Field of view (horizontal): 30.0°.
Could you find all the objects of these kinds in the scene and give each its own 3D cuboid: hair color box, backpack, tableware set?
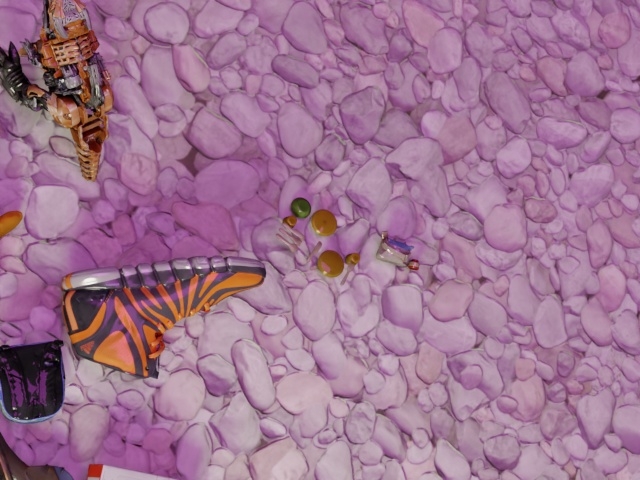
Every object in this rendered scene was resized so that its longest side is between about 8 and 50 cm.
[{"bbox_3d":[-0.272,0.395,1.794,0.167,0.053,0.093,20,71,-32],"label":"hair color box"},{"bbox_3d":[-0.431,0.213,1.772,0.105,0.084,0.114,-5,76,-23],"label":"backpack"},{"bbox_3d":[0.000,0.000,2.030,0.154,0.024,0.104,36,65,-10],"label":"tableware set"}]

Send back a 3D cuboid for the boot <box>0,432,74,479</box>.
[{"bbox_3d":[-0.430,0.351,1.763,0.106,0.082,0.219,-22,84,-45],"label":"boot"}]

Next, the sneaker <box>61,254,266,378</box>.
[{"bbox_3d":[-0.236,0.122,1.866,0.321,0.124,0.180,-7,85,-13],"label":"sneaker"}]

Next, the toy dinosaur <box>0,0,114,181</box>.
[{"bbox_3d":[-0.385,-0.231,1.798,0.164,0.218,0.321,-8,123,-40],"label":"toy dinosaur"}]

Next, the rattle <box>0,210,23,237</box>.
[{"bbox_3d":[-0.571,-0.047,1.783,0.200,0.130,0.142,21,57,11],"label":"rattle"}]

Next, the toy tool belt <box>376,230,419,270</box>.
[{"bbox_3d":[0.138,0.017,2.066,0.083,0.052,0.051,17,81,-19],"label":"toy tool belt"}]
